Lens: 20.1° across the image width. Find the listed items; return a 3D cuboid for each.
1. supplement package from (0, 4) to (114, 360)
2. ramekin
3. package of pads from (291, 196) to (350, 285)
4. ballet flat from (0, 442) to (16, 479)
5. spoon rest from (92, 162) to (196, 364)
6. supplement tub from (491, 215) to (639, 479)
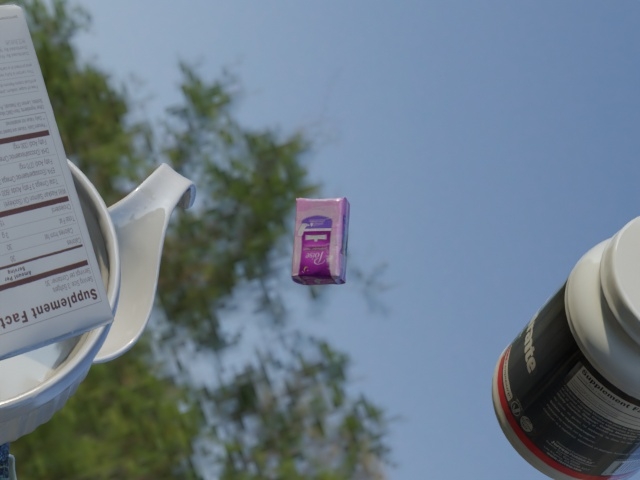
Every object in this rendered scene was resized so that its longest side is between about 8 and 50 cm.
[{"bbox_3d":[-0.200,-0.021,0.946,0.105,0.105,0.179,-19,94,-58],"label":"supplement package"},{"bbox_3d":[-0.232,0.038,1.150,0.109,0.207,0.207,106,-37,-61],"label":"ramekin"},{"bbox_3d":[0.000,0.000,1.717,0.032,0.050,0.083,42,49,-66],"label":"package of pads"},{"bbox_3d":[-0.248,0.152,1.310,0.070,0.070,0.188,-131,-135,-61],"label":"ballet flat"},{"bbox_3d":[-0.206,0.013,1.821,0.137,0.276,0.084,33,-40,0],"label":"spoon rest"},{"bbox_3d":[0.307,0.113,1.821,0.191,0.191,0.272,65,-33,25],"label":"supplement tub"}]
